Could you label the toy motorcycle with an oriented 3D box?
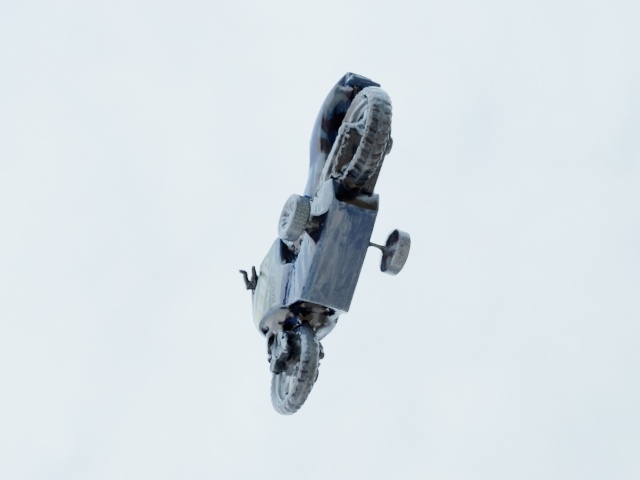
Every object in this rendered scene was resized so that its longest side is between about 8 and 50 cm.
[{"bbox_3d":[0.000,0.000,1.145,0.092,0.135,0.254,16,-86,-17],"label":"toy motorcycle"}]
